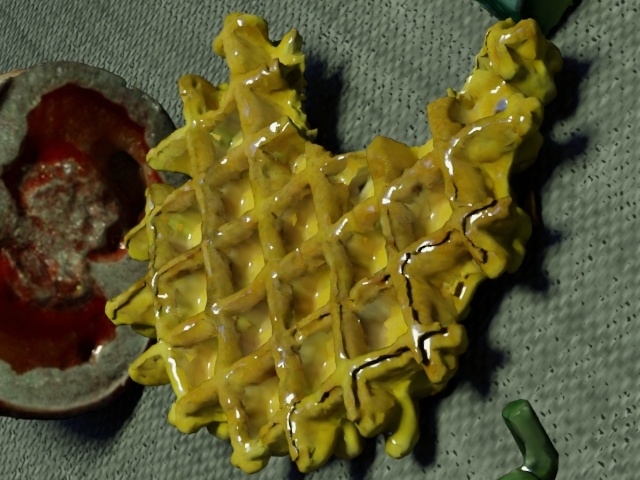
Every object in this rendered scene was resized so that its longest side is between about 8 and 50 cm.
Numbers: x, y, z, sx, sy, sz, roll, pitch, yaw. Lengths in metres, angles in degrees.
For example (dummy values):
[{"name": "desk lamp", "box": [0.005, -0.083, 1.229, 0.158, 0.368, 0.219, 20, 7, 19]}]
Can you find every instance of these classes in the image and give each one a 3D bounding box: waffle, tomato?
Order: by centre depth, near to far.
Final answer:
[{"name": "waffle", "box": [0.000, 0.000, 0.897, 0.293, 0.069, 0.260, 13, 81, 50]}, {"name": "tomato", "box": [-0.191, -0.001, 1.034, 0.155, 0.181, 0.214, 4, 67, 58]}]

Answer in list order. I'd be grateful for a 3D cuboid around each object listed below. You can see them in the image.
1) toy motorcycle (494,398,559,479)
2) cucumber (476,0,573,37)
[{"name": "toy motorcycle", "box": [0.111, 0.178, 0.582, 0.127, 0.205, 0.275, -35, 13, -24]}, {"name": "cucumber", "box": [0.109, -0.177, 0.879, 0.116, 0.062, 0.115, -54, 41, 14]}]
